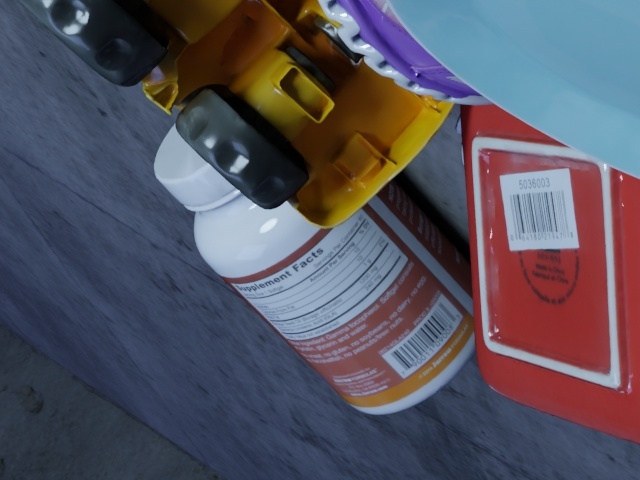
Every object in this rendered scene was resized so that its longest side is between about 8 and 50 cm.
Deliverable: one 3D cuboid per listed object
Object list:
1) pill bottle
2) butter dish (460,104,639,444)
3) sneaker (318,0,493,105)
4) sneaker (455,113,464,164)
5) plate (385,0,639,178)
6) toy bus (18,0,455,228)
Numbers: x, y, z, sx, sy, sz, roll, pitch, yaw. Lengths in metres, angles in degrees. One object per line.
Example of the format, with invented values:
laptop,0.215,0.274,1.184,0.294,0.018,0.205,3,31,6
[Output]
pill bottle,0.000,0.000,1.168,0.216,0.121,0.121,47,163,-27
butter dish,0.147,-0.001,0.856,0.160,0.118,0.160,14,111,61
sneaker,0.040,-0.142,0.732,0.104,0.095,0.236,6,145,50
sneaker,0.092,-0.059,0.971,0.035,0.031,0.083,20,165,14
plate,0.107,-0.067,0.686,0.188,0.024,0.188,28,169,6
toy bus,-0.054,-0.130,0.902,0.220,0.149,0.211,41,178,-22
